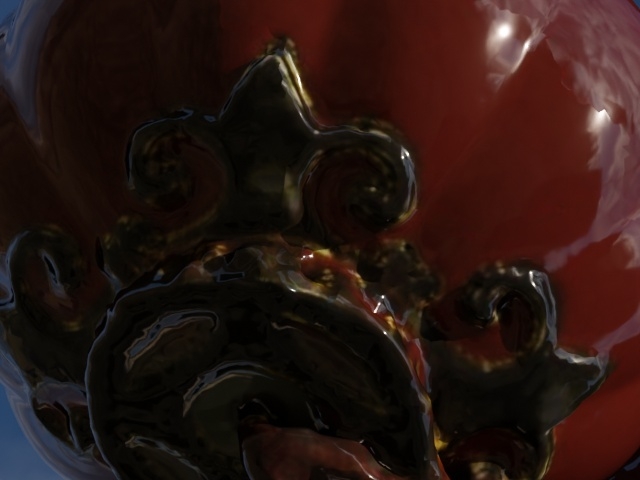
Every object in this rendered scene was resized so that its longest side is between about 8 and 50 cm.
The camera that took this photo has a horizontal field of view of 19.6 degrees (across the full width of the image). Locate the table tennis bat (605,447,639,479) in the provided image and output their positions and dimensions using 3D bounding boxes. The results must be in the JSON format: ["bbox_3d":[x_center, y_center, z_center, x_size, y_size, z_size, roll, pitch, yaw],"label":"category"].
[{"bbox_3d":[0.091,0.157,0.541,0.268,0.415,0.051,-36,-59,9],"label":"table tennis bat"}]

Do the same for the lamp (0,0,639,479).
[{"bbox_3d":[0.000,0.000,0.539,0.227,0.227,0.227,5,-77,23],"label":"lamp"}]
